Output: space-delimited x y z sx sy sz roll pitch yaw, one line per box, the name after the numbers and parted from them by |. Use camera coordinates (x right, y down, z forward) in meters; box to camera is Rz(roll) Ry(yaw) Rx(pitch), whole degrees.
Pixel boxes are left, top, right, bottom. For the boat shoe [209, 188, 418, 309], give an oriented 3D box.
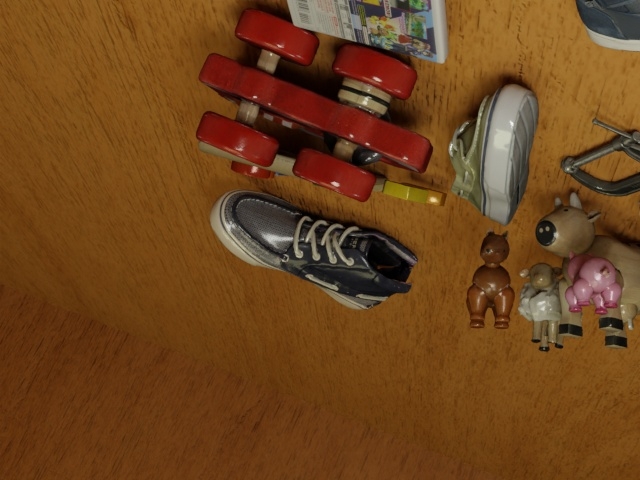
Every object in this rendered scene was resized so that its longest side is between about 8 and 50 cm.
0.000 0.000 1.849 0.340 0.127 0.158 25 154 -26 | boat shoe

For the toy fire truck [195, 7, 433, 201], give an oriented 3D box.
-0.002 -0.157 1.433 0.302 0.169 0.254 21 -177 8 | toy fire truck

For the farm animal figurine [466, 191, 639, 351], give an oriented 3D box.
0.358 0.029 1.446 0.330 0.172 0.327 -6 162 34 | farm animal figurine

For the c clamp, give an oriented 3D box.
0.343 -0.095 1.364 0.137 0.022 0.160 22 160 -12 | c clamp

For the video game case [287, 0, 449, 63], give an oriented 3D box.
0.041 -0.270 1.197 0.183 0.023 0.201 18 158 17 | video game case

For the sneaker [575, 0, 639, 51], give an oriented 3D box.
0.307 -0.228 0.985 0.226 0.086 0.163 9 157 37 | sneaker

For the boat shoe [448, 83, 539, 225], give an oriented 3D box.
0.199 -0.099 1.390 0.094 0.109 0.302 21 162 14 | boat shoe

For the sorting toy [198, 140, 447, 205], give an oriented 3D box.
0.008 -0.086 1.596 0.307 0.041 0.229 16 -174 20 | sorting toy
